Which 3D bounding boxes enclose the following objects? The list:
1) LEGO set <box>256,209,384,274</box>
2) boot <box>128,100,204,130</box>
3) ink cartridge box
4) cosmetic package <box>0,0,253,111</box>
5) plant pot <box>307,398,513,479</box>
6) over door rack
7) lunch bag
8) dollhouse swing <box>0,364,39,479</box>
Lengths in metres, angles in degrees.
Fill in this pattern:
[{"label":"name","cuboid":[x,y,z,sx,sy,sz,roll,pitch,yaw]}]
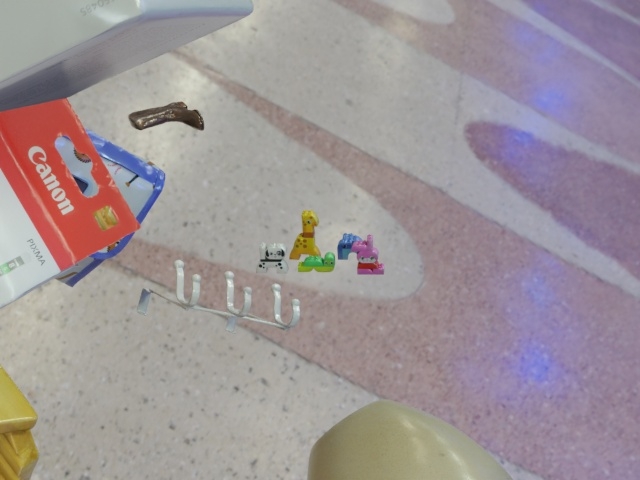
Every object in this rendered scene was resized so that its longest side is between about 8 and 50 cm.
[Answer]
[{"label":"LEGO set","cuboid":[0.000,0.000,1.513,0.227,0.093,0.087,0,25,7]},{"label":"boot","cuboid":[-0.278,-0.212,1.516,0.114,0.037,0.106,-18,35,-33]},{"label":"ink cartridge box","cuboid":[-0.320,-0.033,0.836,0.225,0.056,0.180,-29,97,-7]},{"label":"cosmetic package","cuboid":[-0.153,-0.165,0.467,0.151,0.152,0.183,67,17,-9]},{"label":"plant pot","cuboid":[0.090,0.331,1.151,0.284,0.284,0.191,-14,59,-42]},{"label":"over door rack","cuboid":[-0.215,0.119,1.757,0.240,0.324,0.108,16,76,-27]},{"label":"lunch bag","cuboid":[-0.521,-0.099,1.620,0.328,0.385,0.238,28,53,-28]},{"label":"dollhouse swing","cuboid":[-0.579,0.264,1.026,0.315,0.346,0.305,47,41,15]}]
